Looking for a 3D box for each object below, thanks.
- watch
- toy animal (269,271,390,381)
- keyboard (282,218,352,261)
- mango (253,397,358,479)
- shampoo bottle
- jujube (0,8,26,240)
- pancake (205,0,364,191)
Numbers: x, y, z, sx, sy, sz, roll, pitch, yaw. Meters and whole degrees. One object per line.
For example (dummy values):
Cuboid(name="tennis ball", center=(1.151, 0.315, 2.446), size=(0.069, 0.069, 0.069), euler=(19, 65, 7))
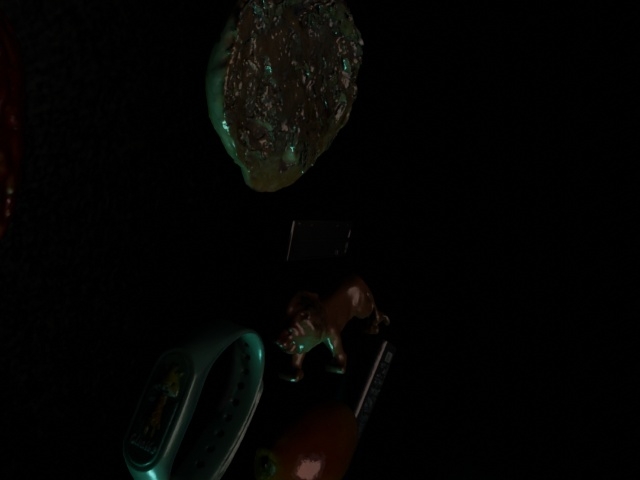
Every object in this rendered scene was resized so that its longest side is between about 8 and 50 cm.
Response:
Cuboid(name="watch", center=(-0.149, 0.211, 0.730), size=(0.236, 0.068, 0.195), euler=(-71, 156, -11))
Cuboid(name="toy animal", center=(0.016, 0.121, 0.961), size=(0.312, 0.097, 0.157), euler=(-32, 127, -55))
Cuboid(name="keyboard", center=(0.000, 0.000, 0.941), size=(0.202, 0.011, 0.067), euler=(-2, 106, -63))
Cuboid(name="mango", center=(-0.008, 0.341, 1.011), size=(0.289, 0.129, 0.145), euler=(-18, 98, -67))
Cuboid(name="shampoo bottle", center=(0.064, 0.343, 1.212), size=(0.309, 0.071, 0.098), euler=(-67, 154, -11))
Cuboid(name="jujube", center=(-0.230, -0.064, 0.344), size=(0.112, 0.109, 0.176), euler=(-2, 115, -27))
Cuboid(name="pancake", center=(-0.033, -0.187, 0.714), size=(0.282, 0.049, 0.282), euler=(-40, 139, -46))
